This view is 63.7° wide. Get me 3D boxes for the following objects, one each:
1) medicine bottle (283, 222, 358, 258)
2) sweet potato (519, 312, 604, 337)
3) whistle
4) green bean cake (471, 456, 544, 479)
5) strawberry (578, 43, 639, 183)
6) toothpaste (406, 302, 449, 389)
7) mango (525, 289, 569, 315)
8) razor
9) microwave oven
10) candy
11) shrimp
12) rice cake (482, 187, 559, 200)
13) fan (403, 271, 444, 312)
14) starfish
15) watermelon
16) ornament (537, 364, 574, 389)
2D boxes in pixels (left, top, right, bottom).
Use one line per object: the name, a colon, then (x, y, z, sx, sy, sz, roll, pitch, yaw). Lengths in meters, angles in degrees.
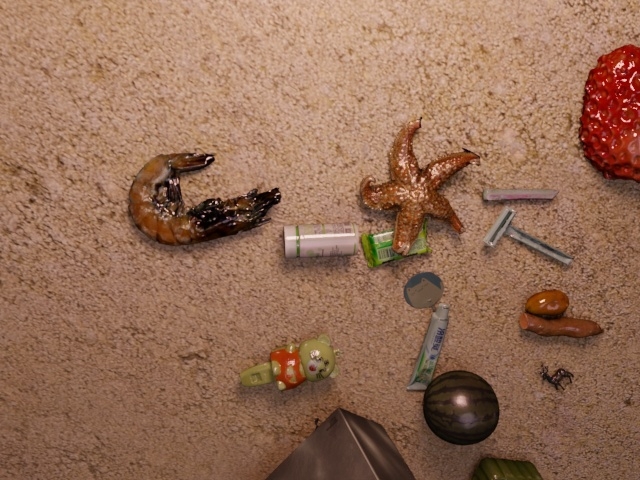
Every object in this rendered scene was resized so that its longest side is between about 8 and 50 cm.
medicine bottle: (0.000, 0.000, 1.294, 0.184, 0.086, 0.086, -2, 111, -6)
sweet potato: (0.714, 0.252, 1.490, 0.281, 0.059, 0.067, 7, 138, -7)
whistle: (-0.078, 0.343, 1.403, 0.289, 0.106, 0.131, -16, 105, -1)
green bean cake: (0.596, 0.807, 1.660, 0.214, 0.113, 0.200, 7, 110, -9)
strawberry: (0.774, -0.300, 1.245, 0.265, 0.149, 0.336, -26, 110, 5)
toothpaste: (0.315, 0.311, 1.474, 0.075, 0.048, 0.296, 6, 115, -10)
mango: (0.641, 0.179, 1.452, 0.127, 0.063, 0.077, -5, 102, -4)
razor: (0.570, 0.004, 1.392, 0.278, 0.056, 0.111, 22, 108, -22)
microwave oven: (0.031, 0.740, 1.429, 0.432, 0.374, 0.236, -46, 132, 8)
candy: (0.200, 0.007, 1.351, 0.178, 0.032, 0.102, -16, 109, -1)
shrimp: (-0.282, -0.109, 1.232, 0.365, 0.071, 0.233, -13, 106, 4)
rice cake: (0.520, -0.120, 1.343, 0.208, 0.033, 0.033, -1, 101, -8)
fan: (0.302, 0.162, 1.436, 0.113, 0.005, 0.175, -32, 111, 7)
starfish: (0.255, -0.120, 1.263, 0.303, 0.113, 0.312, -39, 102, 10)
watermelon: (0.393, 0.473, 1.459, 0.212, 0.212, 0.212, -2, 111, -6)
ornament: (0.716, 0.409, 1.571, 0.125, 0.028, 0.073, 38, 103, -20)
